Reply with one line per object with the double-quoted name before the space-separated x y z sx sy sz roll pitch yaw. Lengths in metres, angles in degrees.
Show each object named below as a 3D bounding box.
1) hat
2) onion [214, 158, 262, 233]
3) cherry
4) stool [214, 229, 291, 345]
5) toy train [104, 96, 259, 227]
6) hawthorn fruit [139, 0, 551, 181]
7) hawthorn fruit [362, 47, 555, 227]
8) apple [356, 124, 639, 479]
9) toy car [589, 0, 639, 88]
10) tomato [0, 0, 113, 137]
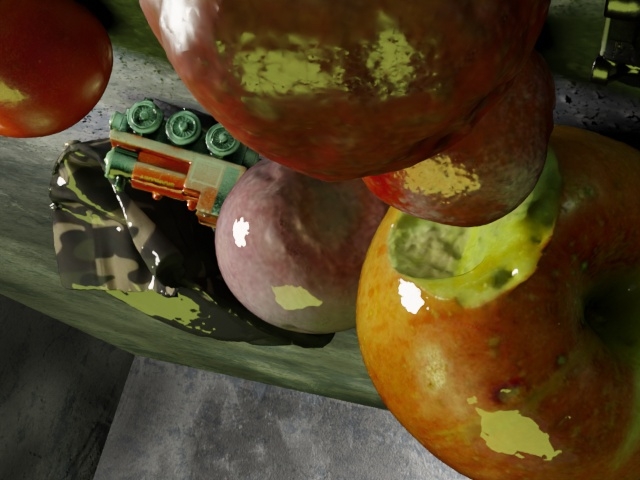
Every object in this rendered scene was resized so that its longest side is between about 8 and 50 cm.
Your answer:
"hat" -0.160 0.009 1.727 0.382 0.257 0.366 4 178 -33
"onion" -0.071 -0.037 1.591 0.131 0.131 0.131 16 167 4
"cherry" 0.005 0.004 1.407 0.206 0.239 0.239 57 -179 21
"stool" -0.066 0.067 1.922 0.139 0.153 0.228 -5 154 41
"toy train" -0.160 -0.086 1.493 0.176 0.118 0.074 15 164 0
"hawthorn fruit" 0.015 -0.155 0.741 0.258 0.258 0.261 12 138 21
"hawthorn fruit" 0.095 -0.097 1.033 0.173 0.173 0.173 16 167 4
"apple" 0.194 0.066 1.200 0.340 0.339 0.339 16 167 4
"toy car" 0.216 -0.153 0.783 0.089 0.108 0.209 12 170 11
"tomato" -0.299 -0.174 1.265 0.195 0.136 0.195 16 166 4
